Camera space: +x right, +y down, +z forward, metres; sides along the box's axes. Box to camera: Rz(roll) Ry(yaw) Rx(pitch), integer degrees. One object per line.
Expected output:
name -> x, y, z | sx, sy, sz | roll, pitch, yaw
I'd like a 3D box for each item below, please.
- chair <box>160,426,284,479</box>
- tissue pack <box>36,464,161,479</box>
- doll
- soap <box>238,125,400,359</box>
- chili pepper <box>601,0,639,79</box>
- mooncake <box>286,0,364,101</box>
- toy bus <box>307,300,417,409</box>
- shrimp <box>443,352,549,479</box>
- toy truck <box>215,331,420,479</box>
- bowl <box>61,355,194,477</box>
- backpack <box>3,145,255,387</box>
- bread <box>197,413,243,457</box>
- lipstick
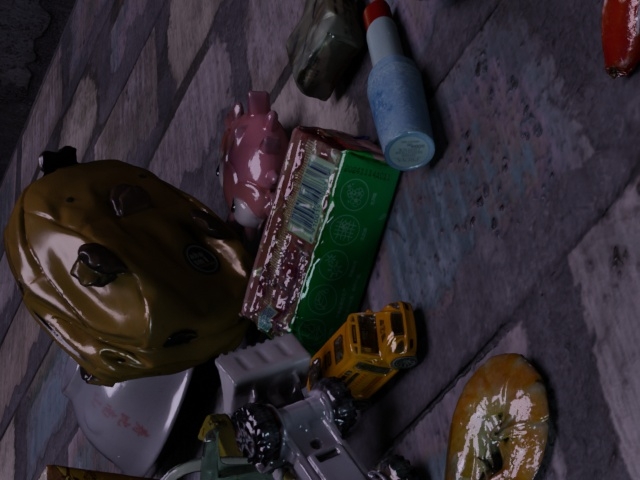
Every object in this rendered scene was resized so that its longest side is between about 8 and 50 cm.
chair -> -0.103, 0.331, 1.436 | 0.275, 0.190, 0.203 | 119, 152, -58
tissue pack -> -0.309, 0.435, 1.784 | 0.092, 0.226, 0.183 | -54, 33, 44
doll -> -0.097, -0.110, 1.736 | 0.262, 0.093, 0.211 | -112, 32, -46
soap -> -0.002, 0.000, 1.480 | 0.218, 0.098, 0.273 | 36, 112, 64
chili pepper -> 0.274, -0.219, 1.037 | 0.065, 0.088, 0.169 | 36, 122, 44
mooncake -> 0.007, -0.265, 1.611 | 0.130, 0.073, 0.125 | -52, 32, 41
toy bus -> 0.046, 0.129, 1.346 | 0.162, 0.074, 0.069 | -51, 35, 47
shrimp -> 0.155, 0.209, 1.110 | 0.115, 0.051, 0.217 | 16, 92, 63
toy truck -> -0.008, 0.232, 1.277 | 0.286, 0.136, 0.111 | 53, 143, 31
bowl -> -0.315, 0.200, 1.922 | 0.345, 0.157, 0.345 | -160, 90, -73
backpack -> -0.271, 0.027, 1.691 | 0.378, 0.353, 0.201 | 39, 120, 18
bread -> -0.125, 0.323, 1.653 | 0.226, 0.049, 0.088 | 45, 120, 62
lipstick -> 0.084, -0.194, 1.428 | 0.068, 0.061, 0.274 | -56, 29, 37
